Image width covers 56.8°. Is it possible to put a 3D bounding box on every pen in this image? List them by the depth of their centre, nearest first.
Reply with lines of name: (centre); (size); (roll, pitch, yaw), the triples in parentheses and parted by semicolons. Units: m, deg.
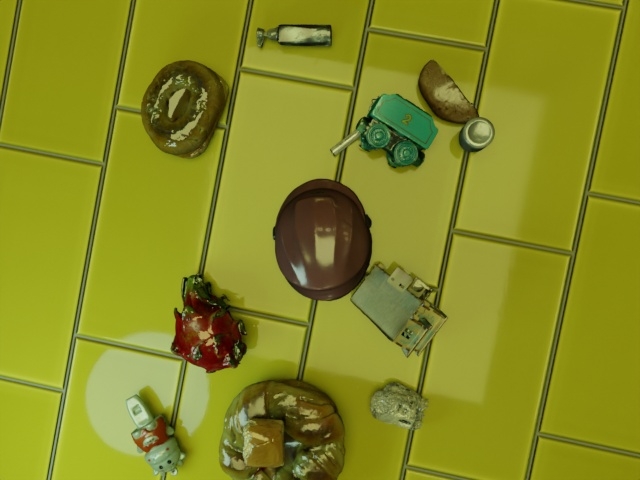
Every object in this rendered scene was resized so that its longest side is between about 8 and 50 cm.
pen: (0.111, -0.303, 1.625); (0.204, 0.025, 0.025); (-38, 88, 3)

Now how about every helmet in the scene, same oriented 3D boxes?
helmet: (0.000, 0.000, 1.557); (0.270, 0.197, 0.339); (-3, 92, 7)

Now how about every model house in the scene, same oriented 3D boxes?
model house: (0.234, 0.191, 1.551); (0.206, 0.271, 0.178); (37, 90, -32)

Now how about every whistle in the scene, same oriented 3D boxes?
whistle: (-0.466, 0.546, 1.652); (0.101, 0.105, 0.253); (-28, 88, -36)

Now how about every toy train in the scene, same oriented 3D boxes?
toy train: (0.202, -0.289, 1.565); (0.203, 0.112, 0.163); (30, 92, -10)

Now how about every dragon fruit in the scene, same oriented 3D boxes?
dragon fruit: (-0.295, 0.221, 1.598); (0.200, 0.198, 0.269); (-1, 77, 15)

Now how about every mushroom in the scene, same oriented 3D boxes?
mushroom: (0.332, -0.384, 1.583); (0.094, 0.072, 0.210); (-35, 89, 13)

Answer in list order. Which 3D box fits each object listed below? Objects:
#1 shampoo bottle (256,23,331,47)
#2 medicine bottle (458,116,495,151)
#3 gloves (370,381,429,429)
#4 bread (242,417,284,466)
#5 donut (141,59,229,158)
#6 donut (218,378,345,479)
shampoo bottle: (-0.073, -0.559, 1.618); (0.207, 0.057, 0.064); (3, 99, 6)
medicine bottle: (0.404, -0.272, 1.549); (0.080, 0.130, 0.080); (0, 90, 5)
gloves: (0.212, 0.449, 1.609); (0.153, 0.070, 0.115); (16, 93, 6)
bread: (-0.141, 0.504, 1.465); (0.106, 0.082, 0.125); (2, 92, 8)
donut: (-0.377, -0.362, 1.610); (0.208, 0.128, 0.262); (21, 91, 4)
donut: (-0.103, 0.538, 1.589); (0.360, 0.170, 0.361); (0, 91, 2)
